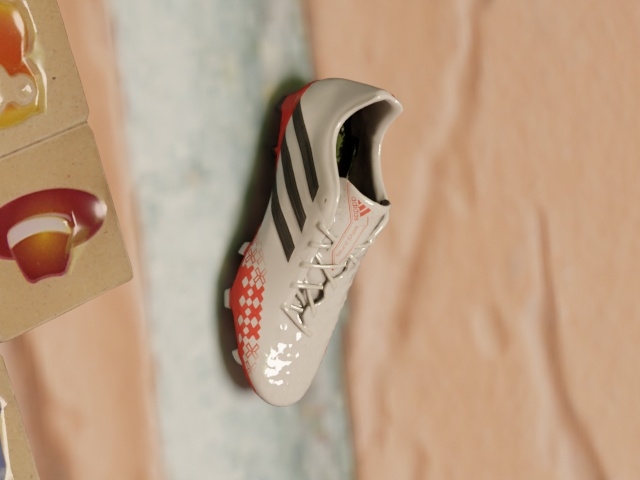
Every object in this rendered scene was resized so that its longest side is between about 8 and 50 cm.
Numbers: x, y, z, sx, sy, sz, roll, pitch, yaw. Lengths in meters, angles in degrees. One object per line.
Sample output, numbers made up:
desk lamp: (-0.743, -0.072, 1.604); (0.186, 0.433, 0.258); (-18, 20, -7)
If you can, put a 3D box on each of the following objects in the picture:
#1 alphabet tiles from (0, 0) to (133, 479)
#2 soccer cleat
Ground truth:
alphabet tiles: (-0.142, -0.004, 0.346); (0.237, 0.009, 0.198); (-27, 109, -39)
soccer cleat: (0.000, 0.000, 0.456); (0.029, 0.035, 0.083); (19, 79, -41)
